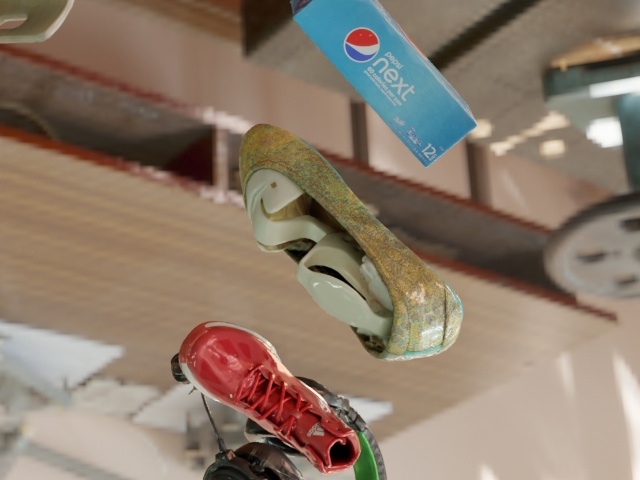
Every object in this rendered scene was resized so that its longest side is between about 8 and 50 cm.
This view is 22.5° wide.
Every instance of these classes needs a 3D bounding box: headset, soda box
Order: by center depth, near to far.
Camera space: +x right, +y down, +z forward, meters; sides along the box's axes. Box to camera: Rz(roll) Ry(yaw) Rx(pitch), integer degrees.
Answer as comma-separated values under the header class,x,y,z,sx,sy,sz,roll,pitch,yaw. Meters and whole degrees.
class,x,y,z,sx,sy,sz,roll,pitch,yaw
soda box,0.064,-0.177,1.613,0.071,0.067,0.210,-39,110,12
headset,-0.041,0.269,2.008,0.185,0.243,0.394,-11,130,47

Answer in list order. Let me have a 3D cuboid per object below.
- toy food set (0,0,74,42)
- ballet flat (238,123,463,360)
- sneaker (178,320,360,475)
class,x,y,z,sx,sy,sz,roll,pitch,yaw
toy food set,-0.394,-0.356,1.709,0.092,0.306,0.219,-35,-156,-30
ballet flat,0.000,0.000,1.668,0.123,0.348,0.123,-33,150,-22
sneaker,-0.037,0.162,1.637,0.221,0.087,0.128,34,175,-35
